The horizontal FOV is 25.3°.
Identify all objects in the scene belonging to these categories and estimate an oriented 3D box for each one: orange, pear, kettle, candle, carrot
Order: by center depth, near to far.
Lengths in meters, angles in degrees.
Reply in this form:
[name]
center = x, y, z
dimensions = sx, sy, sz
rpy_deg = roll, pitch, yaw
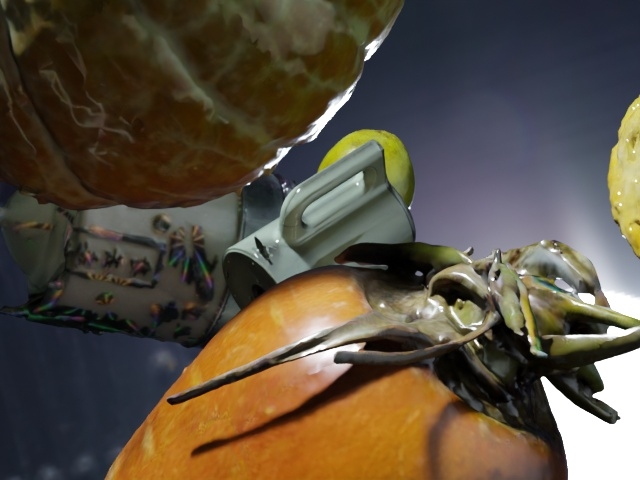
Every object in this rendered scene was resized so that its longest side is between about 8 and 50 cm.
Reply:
[carrot]
center = 0.010, 0.116, 0.711
dimensions = 0.214, 0.331, 0.193
rpy_deg = 41, -170, -21
[orange]
center = -0.110, -0.176, 0.833
dimensions = 0.249, 0.329, 0.329
rpy_deg = 30, -138, -54
[kettle]
center = -0.003, 0.001, 1.211
dimensions = 0.098, 0.148, 0.126
rpy_deg = 6, 126, 58
[candle]
center = -0.193, -0.005, 1.300
dimensions = 0.187, 0.330, 0.187
rpy_deg = -169, 90, -67
[pear]
center = 0.046, -0.057, 1.509
dimensions = 0.107, 0.107, 0.131
rpy_deg = 64, -150, -44

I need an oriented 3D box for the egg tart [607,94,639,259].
[egg tart]
center = 0.329, -0.025, 0.915
dimensions = 0.123, 0.294, 0.294
rpy_deg = 80, -179, -48
